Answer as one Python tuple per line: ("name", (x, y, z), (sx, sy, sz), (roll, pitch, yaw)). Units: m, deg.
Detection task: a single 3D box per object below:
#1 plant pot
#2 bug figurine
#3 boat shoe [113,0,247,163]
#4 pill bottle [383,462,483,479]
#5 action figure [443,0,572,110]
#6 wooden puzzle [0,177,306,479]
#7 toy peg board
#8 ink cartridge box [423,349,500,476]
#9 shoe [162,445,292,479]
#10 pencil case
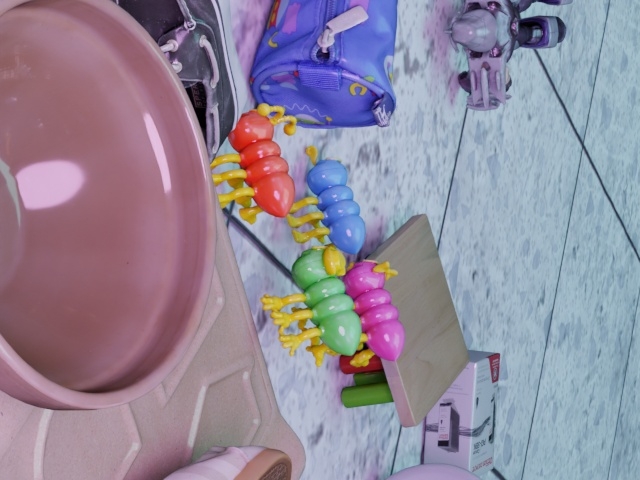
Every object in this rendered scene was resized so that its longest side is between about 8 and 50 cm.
("plant pot", (-0.170, -0.020, 0.975), (0.237, 0.110, 0.237), (17, 70, -55))
("bug figurine", (0.000, 0.000, 1.387), (0.216, 0.072, 0.279), (69, 14, 14))
("boat shoe", (-0.101, -0.135, 1.187), (0.219, 0.078, 0.070), (70, 33, -49))
("pill bottle", (0.135, 0.357, 1.763), (0.264, 0.153, 0.153), (68, 35, -47))
("action figure", (0.196, -0.236, 1.858), (0.285, 0.099, 0.185), (-25, 125, -60))
("wooden puzzle", (-0.137, 0.132, 1.176), (0.322, 0.080, 0.348), (-62, 144, -43))
("toy peg board", (0.063, 0.079, 1.655), (0.161, 0.079, 0.160), (-40, 116, -60))
("ink cartridge box", (0.157, 0.193, 1.903), (0.099, 0.056, 0.135), (-8, 102, -68))
("shoe", (-0.096, 0.195, 1.120), (0.219, 0.058, 0.076), (-37, 144, -54))
("pencil case", (0.025, -0.240, 1.405), (0.133, 0.119, 0.306), (98, 3, -75))
